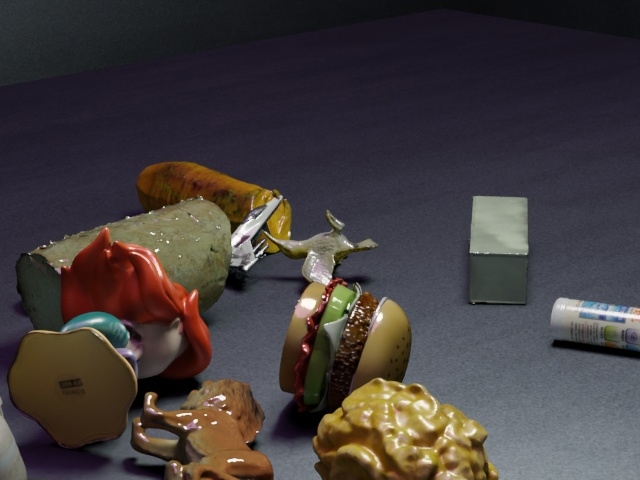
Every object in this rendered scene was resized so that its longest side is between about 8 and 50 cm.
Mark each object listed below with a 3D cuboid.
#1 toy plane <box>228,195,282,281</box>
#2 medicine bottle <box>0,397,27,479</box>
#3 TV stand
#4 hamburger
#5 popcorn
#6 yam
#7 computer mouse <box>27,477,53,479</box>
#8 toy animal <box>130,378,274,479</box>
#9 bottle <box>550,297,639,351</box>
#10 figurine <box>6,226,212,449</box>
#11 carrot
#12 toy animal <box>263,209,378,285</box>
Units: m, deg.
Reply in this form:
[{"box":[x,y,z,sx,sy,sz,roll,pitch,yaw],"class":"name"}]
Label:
[{"box":[-0.129,0.014,2.141,0.160,0.082,0.234,6,29,46],"class":"toy plane"},{"box":[-0.462,0.223,1.423,0.282,0.123,0.375,-29,24,-25],"class":"medicine bottle"},{"box":[0.265,0.011,2.116,0.088,0.083,0.269,3,18,7],"class":"TV stand"},{"box":[0.036,0.132,1.671,0.137,0.175,0.175,16,22,11],"class":"hamburger"},{"box":[0.091,0.219,1.432,0.163,0.140,0.194,-16,25,-23],"class":"popcorn"},{"box":[-0.255,0.050,1.917,0.168,0.168,0.304,15,23,40],"class":"yam"},{"box":[-0.286,0.286,1.386,0.120,0.057,0.232,-11,21,-27],"class":"computer mouse"},{"box":[-0.113,0.222,1.513,0.157,0.097,0.312,-1,19,-17],"class":"toy animal"},{"box":[0.408,0.116,1.830,0.217,0.060,0.060,8,21,24],"class":"bottle"},{"box":[-0.238,0.107,1.689,0.208,0.181,0.257,38,28,2],"class":"figurine"},{"box":[-0.178,-0.061,2.325,0.302,0.114,0.114,16,26,40],"class":"carrot"},{"box":[0.000,0.000,2.106,0.155,0.095,0.219,33,16,-1],"class":"toy animal"}]
